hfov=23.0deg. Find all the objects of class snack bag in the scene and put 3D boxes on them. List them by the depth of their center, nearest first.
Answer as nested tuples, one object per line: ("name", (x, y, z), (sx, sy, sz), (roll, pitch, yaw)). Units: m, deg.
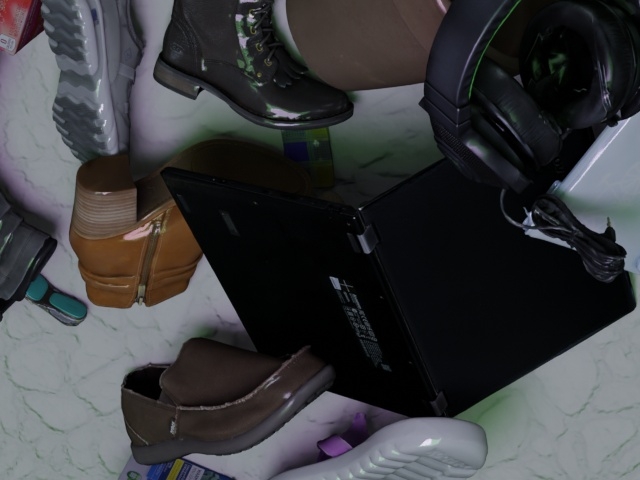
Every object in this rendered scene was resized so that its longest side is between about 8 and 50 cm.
("snack bag", (0.432, -0.077, 1.686), (0.342, 0.037, 0.323), (20, 121, -31))

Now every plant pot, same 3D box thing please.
("plant pot", (0.092, -0.267, 1.660), (0.229, 0.263, 0.263), (-20, 110, 39))

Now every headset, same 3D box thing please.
("headset", (0.227, -0.123, 1.483), (0.185, 0.243, 0.394), (46, 161, 31))

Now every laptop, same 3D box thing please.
("laptop", (0.099, 0.005, 1.792), (0.408, 0.236, 0.382), (13, 146, 32))

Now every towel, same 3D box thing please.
("towel", (-0.015, -0.099, 1.866), (0.060, 0.009, 0.083), (0, 114, 12))

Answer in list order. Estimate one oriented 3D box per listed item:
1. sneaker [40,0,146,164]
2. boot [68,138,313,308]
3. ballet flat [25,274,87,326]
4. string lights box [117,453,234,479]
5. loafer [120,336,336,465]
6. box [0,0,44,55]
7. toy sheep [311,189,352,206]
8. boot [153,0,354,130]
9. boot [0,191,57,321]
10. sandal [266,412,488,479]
("sneaker", (-0.241, -0.188, 1.822), (0.105, 0.115, 0.281), (33, 140, 30))
("boot", (-0.156, -0.003, 1.872), (0.283, 0.109, 0.220), (-7, 139, -11))
("ballet flat", (-0.351, 0.075, 2.000), (0.114, 0.041, 0.041), (33, 116, -3))
("string lights box", (-0.145, 0.369, 2.034), (0.259, 0.133, 0.077), (22, 116, 1))
("loafer", (-0.135, 0.183, 1.901), (0.366, 0.134, 0.130), (-21, 100, 43))
("box", (-0.342, -0.356, 1.754), (0.128, 0.122, 0.257), (25, 116, 1))
("toy sheep", (0.000, 0.000, 1.868), (0.091, 0.091, 0.132), (15, 121, 4))
("boot", (-0.070, -0.257, 1.761), (0.263, 0.091, 0.229), (17, 117, 6))
("boot", (-0.403, -0.057, 1.898), (0.222, 0.118, 0.338), (37, 128, 3))
("sandal", (0.070, 0.261, 1.910), (0.169, 0.102, 0.416), (19, 153, -27))
